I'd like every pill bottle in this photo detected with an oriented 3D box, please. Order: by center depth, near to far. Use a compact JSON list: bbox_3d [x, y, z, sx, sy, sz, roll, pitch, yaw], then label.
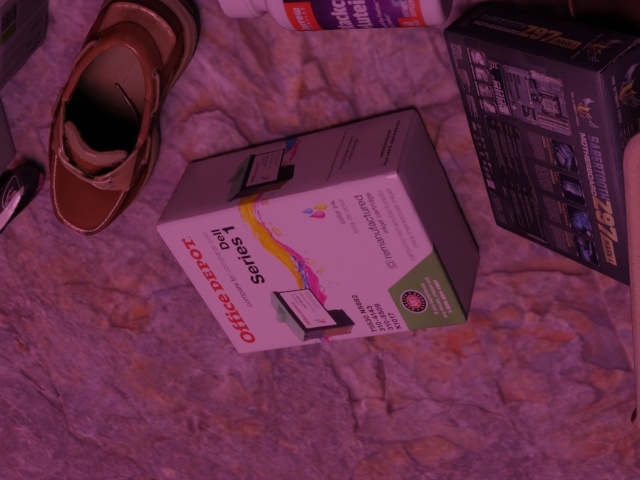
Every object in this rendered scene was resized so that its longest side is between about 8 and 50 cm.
[{"bbox_3d":[0.012,-0.234,0.871,0.194,0.108,0.108,1,130,17],"label":"pill bottle"}]

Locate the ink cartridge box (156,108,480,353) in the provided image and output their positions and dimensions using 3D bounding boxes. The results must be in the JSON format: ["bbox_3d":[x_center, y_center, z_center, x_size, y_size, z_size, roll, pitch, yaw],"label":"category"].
[{"bbox_3d":[0.000,0.000,1.075,0.278,0.117,0.201,-11,126,26],"label":"ink cartridge box"}]

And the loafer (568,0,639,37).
[{"bbox_3d":[0.229,-0.232,0.737,0.134,0.130,0.366,0,152,18],"label":"loafer"}]

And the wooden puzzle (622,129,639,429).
[{"bbox_3d":[0.376,-0.032,0.865,0.322,0.080,0.347,-27,133,-15],"label":"wooden puzzle"}]

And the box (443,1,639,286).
[{"bbox_3d":[0.214,-0.085,0.907,0.183,0.059,0.232,31,151,50],"label":"box"}]

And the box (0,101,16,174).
[{"bbox_3d":[-0.450,-0.137,1.094,0.181,0.119,0.181,7,133,11],"label":"box"}]

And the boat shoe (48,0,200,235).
[{"bbox_3d":[-0.225,-0.117,1.040,0.123,0.120,0.324,24,133,-4],"label":"boat shoe"}]

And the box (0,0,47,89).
[{"bbox_3d":[-0.381,-0.240,0.984,0.203,0.114,0.103,20,132,1],"label":"box"}]

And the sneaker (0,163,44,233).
[{"bbox_3d":[-0.399,-0.041,1.200,0.077,0.072,0.178,44,125,-13],"label":"sneaker"}]
